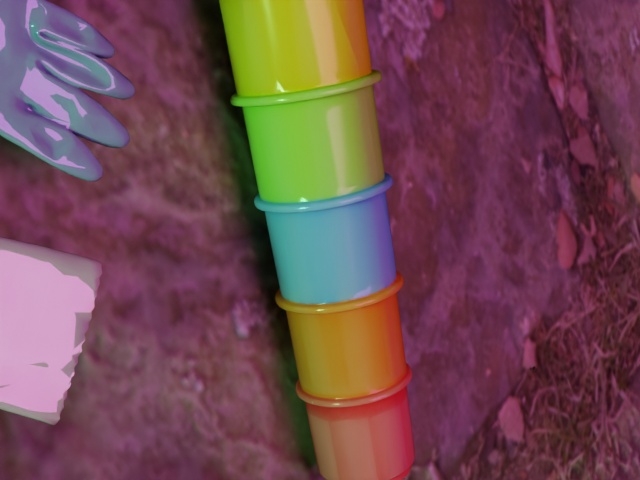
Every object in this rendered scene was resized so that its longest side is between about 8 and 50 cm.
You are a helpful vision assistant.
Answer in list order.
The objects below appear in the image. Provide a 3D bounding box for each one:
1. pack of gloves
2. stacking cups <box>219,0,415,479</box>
[{"bbox_3d":[-0.205,-0.039,0.491,0.232,0.046,0.195,21,77,-31],"label":"pack of gloves"},{"bbox_3d":[0.000,0.000,0.648,0.096,0.096,0.316,-19,108,-41],"label":"stacking cups"}]
